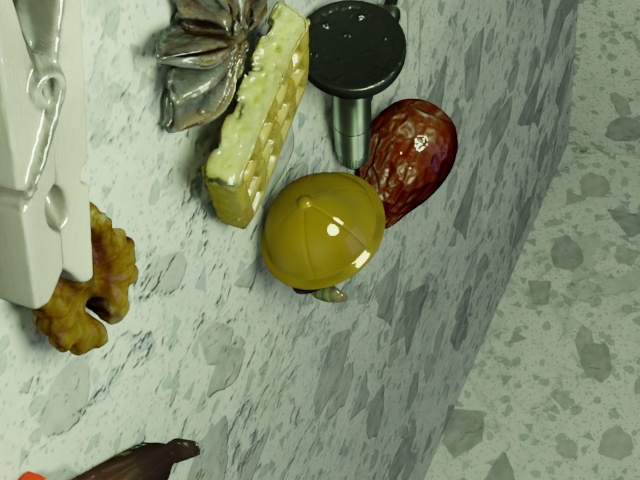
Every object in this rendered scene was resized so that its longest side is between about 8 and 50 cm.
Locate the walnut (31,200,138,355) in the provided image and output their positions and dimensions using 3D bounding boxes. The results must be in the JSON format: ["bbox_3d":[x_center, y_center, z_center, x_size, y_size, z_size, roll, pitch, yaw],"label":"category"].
[{"bbox_3d":[-0.256,0.035,1.185,0.143,0.069,0.170,-56,148,-34],"label":"walnut"}]

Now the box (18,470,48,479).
[{"bbox_3d":[-0.365,0.373,1.208,0.245,0.035,0.139,-51,150,-46],"label":"box"}]

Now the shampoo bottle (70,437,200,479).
[{"bbox_3d":[-0.235,0.295,1.441,0.236,0.068,0.067,-18,120,-67],"label":"shampoo bottle"}]

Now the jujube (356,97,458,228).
[{"bbox_3d":[0.139,-0.130,1.985,0.236,0.168,0.168,-63,165,22],"label":"jujube"}]

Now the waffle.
[{"bbox_3d":[-0.076,-0.150,1.457,0.221,0.055,0.248,89,22,-78],"label":"waffle"}]

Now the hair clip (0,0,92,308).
[{"bbox_3d":[-0.260,-0.107,0.998,0.101,0.085,0.331,-37,134,-54],"label":"hair clip"}]

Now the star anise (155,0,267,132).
[{"bbox_3d":[-0.130,-0.233,1.295,0.229,0.093,0.236,-42,148,-64],"label":"star anise"}]

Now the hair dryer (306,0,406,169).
[{"bbox_3d":[0.049,-0.293,1.757,0.320,0.155,0.284,82,8,-73],"label":"hair dryer"}]

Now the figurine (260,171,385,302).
[{"bbox_3d":[-0.005,-0.001,1.693,0.257,0.167,0.192,115,-14,-69],"label":"figurine"}]
